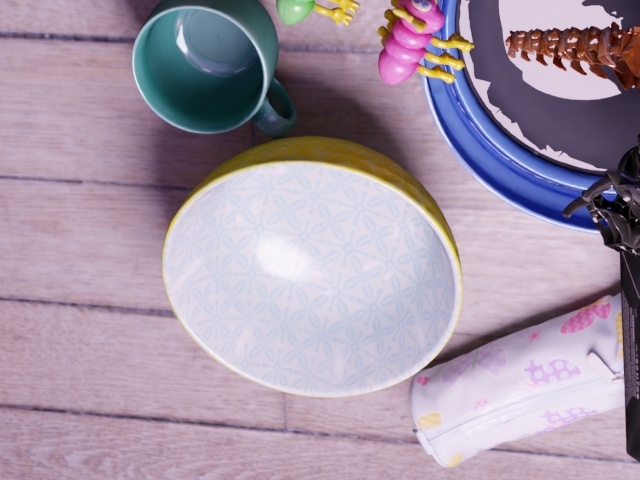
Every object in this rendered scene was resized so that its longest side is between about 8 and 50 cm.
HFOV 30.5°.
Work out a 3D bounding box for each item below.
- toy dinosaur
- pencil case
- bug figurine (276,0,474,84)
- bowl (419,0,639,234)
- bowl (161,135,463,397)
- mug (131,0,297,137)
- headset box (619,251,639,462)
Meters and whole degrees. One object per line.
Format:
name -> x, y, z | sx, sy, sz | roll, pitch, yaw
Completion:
toy dinosaur -> 0.313, -0.092, 0.985 | 0.322, 0.218, 0.164 | 22, 170, 26
pencil case -> 0.232, 0.155, 1.258 | 0.273, 0.124, 0.113 | -23, 116, 24
bug figurine -> 0.051, -0.249, 0.989 | 0.279, 0.072, 0.216 | 34, 128, 19
bowl -> 0.284, -0.185, 1.055 | 0.391, 0.077, 0.391 | 4, 123, 7
bowl -> 0.000, 0.000, 1.174 | 0.290, 0.156, 0.289 | 5, 127, 6
mug -> -0.101, -0.169, 1.120 | 0.129, 0.097, 0.157 | -10, 121, 15
headset box -> 0.445, 0.100, 1.112 | 0.293, 0.110, 0.218 | -4, 94, -5
